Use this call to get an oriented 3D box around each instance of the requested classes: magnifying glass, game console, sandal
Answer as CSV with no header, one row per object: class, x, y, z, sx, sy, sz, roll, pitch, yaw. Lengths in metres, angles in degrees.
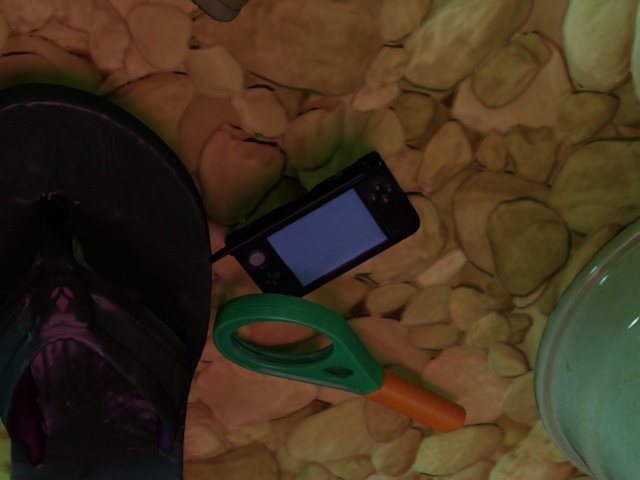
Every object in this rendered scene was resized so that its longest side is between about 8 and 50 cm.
magnifying glass,0.021,0.094,0.899,0.231,0.026,0.092,31,141,-33
game console,0.000,0.000,0.813,0.122,0.071,0.107,-29,125,9
sandal,-0.150,0.104,0.830,0.167,0.107,0.445,-6,126,-9

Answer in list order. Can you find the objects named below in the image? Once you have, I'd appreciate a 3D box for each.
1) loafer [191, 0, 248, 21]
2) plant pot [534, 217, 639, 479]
loafer,-0.085,-0.182,0.679,0.050,0.056,0.148,-40,133,15
plant pot,0.358,0.164,0.863,0.334,0.305,0.334,-6,125,-8
